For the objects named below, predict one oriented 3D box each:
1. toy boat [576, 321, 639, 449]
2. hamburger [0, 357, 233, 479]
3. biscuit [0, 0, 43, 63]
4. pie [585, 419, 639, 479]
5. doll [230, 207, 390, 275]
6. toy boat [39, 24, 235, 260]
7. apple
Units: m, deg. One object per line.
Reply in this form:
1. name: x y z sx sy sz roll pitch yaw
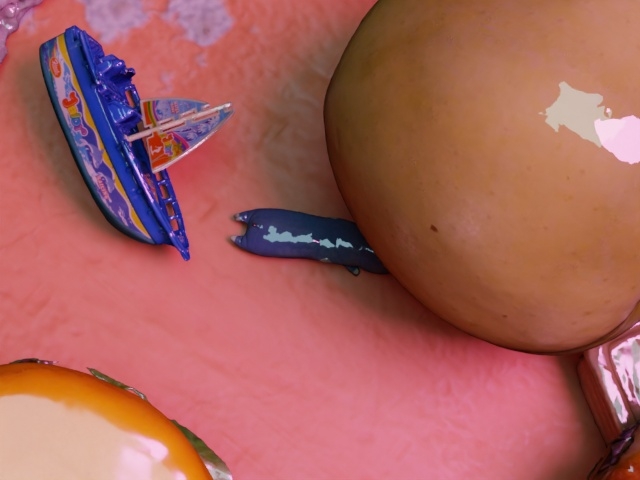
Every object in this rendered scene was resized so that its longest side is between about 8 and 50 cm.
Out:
1. toy boat: 0.271 0.090 0.681 0.188 0.061 0.116 -18 76 -10
2. hamburger: -0.164 0.187 0.555 0.246 0.170 0.246 4 77 -16
3. biscuit: -0.261 -0.226 0.727 0.188 0.040 0.265 -3 76 -6
4. pie: 0.261 0.233 0.600 0.308 0.085 0.308 -1 92 -15
5. doll: 0.000 0.000 0.698 0.125 0.027 0.037 9 73 0
6. toy boat: -0.110 -0.071 0.671 0.110 0.091 0.175 -22 82 6
7. apple: 0.135 -0.057 0.619 0.262 0.262 0.262 1 74 -5
